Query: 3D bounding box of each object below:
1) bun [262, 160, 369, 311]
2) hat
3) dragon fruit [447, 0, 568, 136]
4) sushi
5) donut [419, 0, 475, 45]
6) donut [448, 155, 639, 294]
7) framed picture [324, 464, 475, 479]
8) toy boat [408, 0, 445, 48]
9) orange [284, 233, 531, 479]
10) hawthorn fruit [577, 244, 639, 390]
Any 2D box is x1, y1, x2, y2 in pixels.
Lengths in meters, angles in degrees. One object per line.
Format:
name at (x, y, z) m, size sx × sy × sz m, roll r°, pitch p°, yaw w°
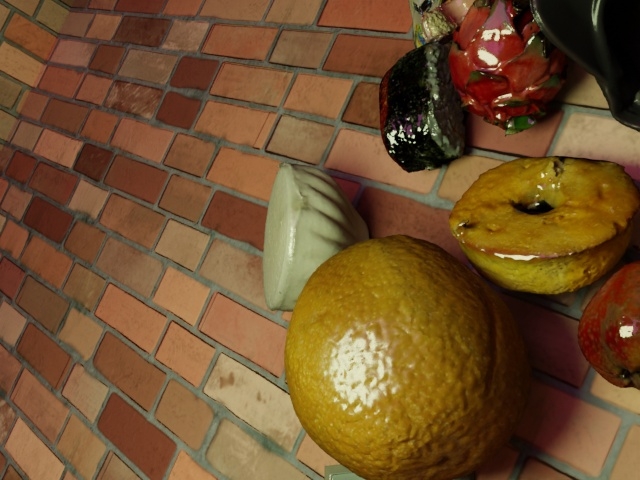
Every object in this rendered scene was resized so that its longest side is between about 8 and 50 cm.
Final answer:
bun at (0.000, 0.000, 1.338) m, size 0.263 × 0.175 × 0.263 m, roll -174°, pitch 90°, yaw -78°
hat at (0.446, -0.308, 1.023) m, size 0.238 × 0.336 × 0.209 m, roll -46°, pitch 5°, yaw 38°
dragon fruit at (0.294, -0.296, 1.172) m, size 0.193 × 0.192 × 0.274 m, roll 12°, pitch 97°, yaw 52°
sushi at (0.177, -0.228, 1.298) m, size 0.126 × 0.136 × 0.225 m, roll -21°, pitch 50°, yaw 30°
donut at (0.239, -0.396, 1.339) m, size 0.166 × 0.117 × 0.065 m, roll -33°, pitch 90°, yaw -7°
donut at (0.303, -0.029, 1.045) m, size 0.253 × 0.118 × 0.253 m, roll -19°, pitch 28°, yaw 11°
framed picture at (0.112, 0.418, 1.125) m, size 0.265 × 0.018 × 0.192 m, roll -19°, pitch 60°, yaw 35°
toy boat at (0.200, -0.422, 1.419) m, size 0.084 × 0.066 × 0.210 m, roll -12°, pitch 63°, yaw 39°
orange at (0.107, 0.152, 1.043) m, size 0.322 × 0.322 × 0.357 m, roll -45°, pitch 35°, yaw 16°
hawthorn fruit at (0.409, 0.083, 0.939) m, size 0.162 × 0.162 × 0.203 m, roll 3°, pitch 61°, yaw 43°
